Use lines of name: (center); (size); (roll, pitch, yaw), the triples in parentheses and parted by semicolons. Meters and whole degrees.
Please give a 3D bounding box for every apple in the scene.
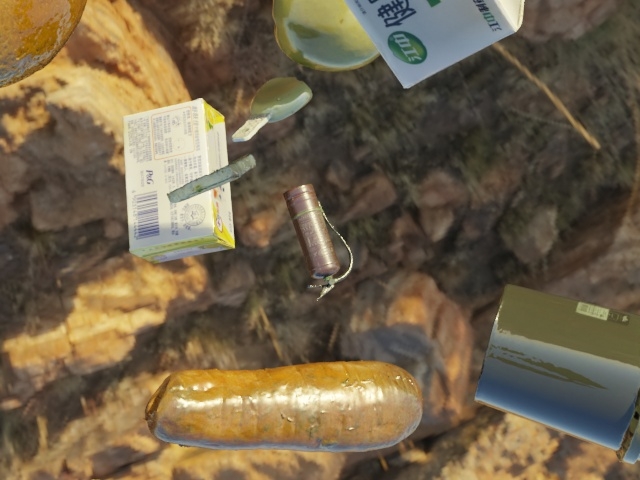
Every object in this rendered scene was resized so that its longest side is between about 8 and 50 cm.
apple: (0.025, -0.467, 2.016); (0.262, 0.262, 0.262); (-17, 146, -12)

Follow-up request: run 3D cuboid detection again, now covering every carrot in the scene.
carrot: (-0.020, 0.108, 0.652); (0.186, 0.060, 0.060); (1, 139, -23)

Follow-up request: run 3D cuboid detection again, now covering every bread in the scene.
bread: (-0.172, -0.095, 1.605); (0.154, 0.028, 0.068); (-20, -170, 38)

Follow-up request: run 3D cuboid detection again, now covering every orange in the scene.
orange: (-0.568, -0.420, 1.709); (0.357, 0.322, 0.322); (-48, 150, -15)

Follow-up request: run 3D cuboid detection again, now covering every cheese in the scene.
cheese: (-0.107, -0.266, 2.108); (0.127, 0.255, 0.050); (1, 123, 27)

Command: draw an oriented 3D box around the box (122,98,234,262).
box: (-0.254, -0.104, 1.825); (0.168, 0.265, 0.097); (-12, 163, 14)

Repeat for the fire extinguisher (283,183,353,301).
fire extinguisher: (0.000, 0.000, 1.416); (0.078, 0.157, 0.045); (-16, 173, -21)

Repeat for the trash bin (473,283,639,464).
trash bin: (0.393, 0.189, 1.403); (0.334, 0.214, 0.214); (14, 146, 11)

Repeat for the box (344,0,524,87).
box: (0.106, -0.373, 1.288); (0.173, 0.145, 0.333); (-24, 116, 30)
